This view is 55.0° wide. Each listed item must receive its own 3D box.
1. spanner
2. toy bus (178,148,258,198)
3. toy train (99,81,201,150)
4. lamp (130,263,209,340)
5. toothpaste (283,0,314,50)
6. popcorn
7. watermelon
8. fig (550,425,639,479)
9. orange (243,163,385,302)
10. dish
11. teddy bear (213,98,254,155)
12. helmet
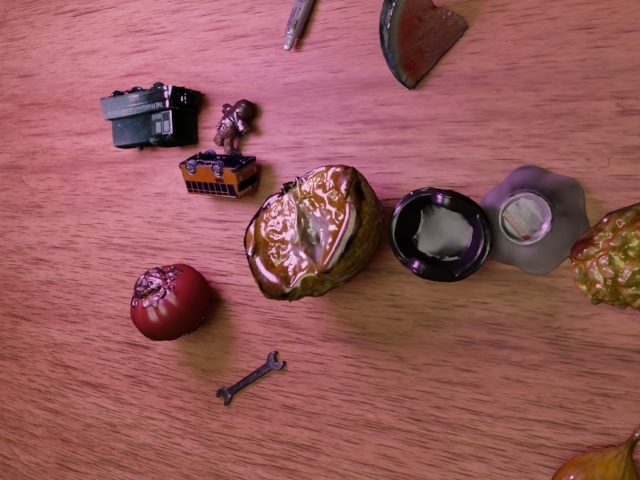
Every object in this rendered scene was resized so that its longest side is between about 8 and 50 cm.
[{"bbox_3d":[-0.191,0.370,1.642,0.254,0.015,0.054,-37,73,26],"label":"spanner"},{"bbox_3d":[-0.265,-0.172,1.631,0.201,0.098,0.114,8,122,31],"label":"toy bus"},{"bbox_3d":[-0.489,-0.350,1.763,0.330,0.138,0.178,-2,93,32],"label":"toy train"},{"bbox_3d":[-0.410,0.161,1.662,0.227,0.227,0.227,0,89,31],"label":"lamp"},{"bbox_3d":[-0.041,-0.601,1.546,0.067,0.037,0.255,26,100,35],"label":"toothpaste"},{"bbox_3d":[0.557,0.027,1.098,0.218,0.189,0.169,-40,77,18],"label":"popcorn"},{"bbox_3d":[0.205,-0.441,1.352,0.202,0.136,0.207,-6,101,37],"label":"watermelon"},{"bbox_3d":[0.541,0.434,1.141,0.159,0.159,0.257,37,91,26],"label":"fig"},{"bbox_3d":[0.000,0.000,1.410,0.369,0.210,0.271,-29,54,27],"label":"orange"},{"bbox_3d":[0.417,-0.043,1.237,0.229,0.081,0.229,0,90,31],"label":"dish"},{"bbox_3d":[-0.239,-0.308,1.641,0.119,0.078,0.160,45,112,28],"label":"teddy bear"},{"bbox_3d":[0.248,-0.012,1.273,0.216,0.193,0.189,22,99,25],"label":"helmet"}]
